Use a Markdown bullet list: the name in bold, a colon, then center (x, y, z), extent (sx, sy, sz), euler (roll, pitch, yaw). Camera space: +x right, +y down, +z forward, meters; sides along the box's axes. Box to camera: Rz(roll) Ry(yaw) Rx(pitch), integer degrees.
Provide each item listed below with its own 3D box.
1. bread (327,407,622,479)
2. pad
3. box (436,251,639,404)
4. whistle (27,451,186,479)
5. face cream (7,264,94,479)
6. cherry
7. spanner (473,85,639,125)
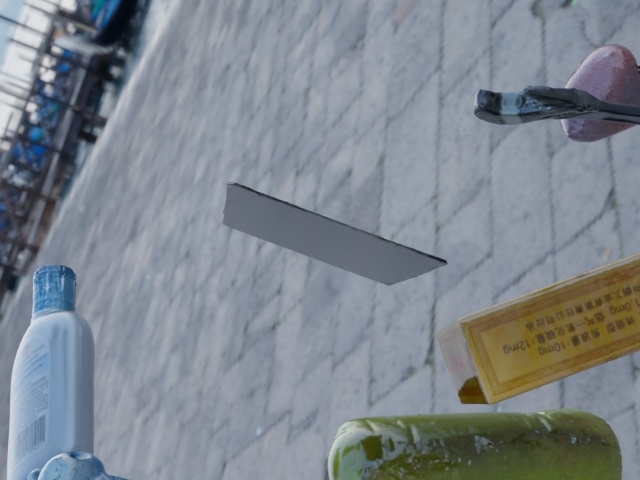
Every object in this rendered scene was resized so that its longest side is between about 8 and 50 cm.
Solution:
- **bread**: center (0.198, 0.287, 1.305), extent (0.112, 0.384, 0.166), euler (122, 145, -62)
- **pad**: center (0.000, 0.000, 1.132), extent (0.330, 0.220, 0.004), euler (138, 152, -81)
- **box**: center (0.244, 0.060, 0.903), extent (0.174, 0.274, 0.076), euler (92, 159, -82)
- **whistle**: center (-0.145, 0.262, 0.890), extent (0.180, 0.269, 0.093), euler (-33, -40, -52)
- **face cream**: center (-0.363, 0.183, 1.440), extent (0.163, 0.080, 0.336), euler (-41, 43, 34)
- **cherry**: center (0.331, -0.173, 1.237), extent (0.087, 0.126, 0.106), euler (-106, -4, -57)
- **spanner**: center (0.270, -0.093, 0.822), extent (0.087, 0.316, 0.024), euler (168, 106, -73)
